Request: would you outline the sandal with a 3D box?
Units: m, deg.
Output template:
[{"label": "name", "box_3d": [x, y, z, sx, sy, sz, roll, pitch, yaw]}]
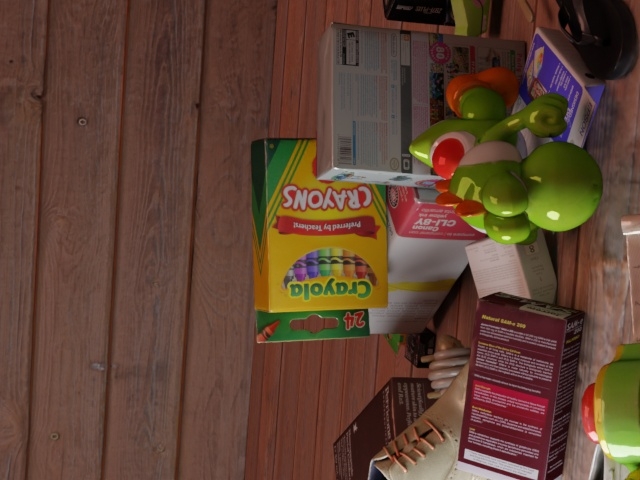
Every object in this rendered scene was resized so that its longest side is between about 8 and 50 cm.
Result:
[{"label": "sandal", "box_3d": [0.333, -0.298, 1.671, 0.097, 0.054, 0.254, 107, 153, -44]}]

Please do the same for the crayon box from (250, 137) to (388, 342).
[{"label": "crayon box", "box_3d": [0.000, 0.000, 2.018, 0.081, 0.202, 0.319, 180, 88, -69]}]

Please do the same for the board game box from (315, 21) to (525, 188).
[{"label": "board game box", "box_3d": [0.150, -0.192, 1.913, 0.097, 0.303, 0.224, 144, 128, -72]}]

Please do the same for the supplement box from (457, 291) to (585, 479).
[{"label": "supplement box", "box_3d": [0.264, 0.200, 1.714, 0.130, 0.073, 0.240, 13, 104, 31]}]

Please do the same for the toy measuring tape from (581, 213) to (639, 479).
[{"label": "toy measuring tape", "box_3d": [0.346, 0.126, 1.424, 0.121, 0.121, 0.330, 145, 127, -73]}]

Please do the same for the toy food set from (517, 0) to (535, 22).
[{"label": "toy food set", "box_3d": [0.329, -0.409, 1.811, 0.192, 0.038, 0.132, 116, 147, -47]}]

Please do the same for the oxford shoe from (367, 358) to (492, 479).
[{"label": "oxford shoe", "box_3d": [0.163, 0.314, 1.841, 0.140, 0.146, 0.397, 38, 105, 55]}]

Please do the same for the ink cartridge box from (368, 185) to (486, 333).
[{"label": "ink cartridge box", "box_3d": [0.136, -0.053, 2.167, 0.385, 0.160, 0.279, 115, 149, -49]}]

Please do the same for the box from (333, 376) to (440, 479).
[{"label": "box", "box_3d": [0.135, 0.385, 2.212, 0.381, 0.143, 0.191, 121, 149, -59]}]

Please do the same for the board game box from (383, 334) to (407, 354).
[{"label": "board game box", "box_3d": [0.155, 0.072, 2.402, 0.124, 0.039, 0.260, -123, 41, -65]}]

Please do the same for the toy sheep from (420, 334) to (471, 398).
[{"label": "toy sheep", "box_3d": [0.210, 0.214, 2.044, 0.091, 0.091, 0.132, 149, 111, -74]}]

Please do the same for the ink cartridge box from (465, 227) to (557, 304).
[{"label": "ink cartridge box", "box_3d": [0.290, 0.101, 1.860, 0.189, 0.066, 0.232, 156, 95, -75]}]

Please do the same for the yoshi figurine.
[{"label": "yoshi figurine", "box_3d": [0.259, -0.097, 1.674, 0.203, 0.203, 0.362, -41, 21, 15]}]

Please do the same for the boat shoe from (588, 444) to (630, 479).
[{"label": "boat shoe", "box_3d": [0.333, 0.325, 1.531, 0.083, 0.075, 0.226, -119, 35, -66]}]

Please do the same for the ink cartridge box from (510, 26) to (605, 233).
[{"label": "ink cartridge box", "box_3d": [0.320, -0.149, 1.745, 0.208, 0.045, 0.206, -110, 25, -50]}]

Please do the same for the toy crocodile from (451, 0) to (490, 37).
[{"label": "toy crocodile", "box_3d": [0.241, -0.484, 2.025, 0.115, 0.105, 0.341, -132, 46, -71]}]

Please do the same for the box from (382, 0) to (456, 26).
[{"label": "box", "box_3d": [0.179, -0.459, 2.184, 0.077, 0.147, 0.180, 115, 153, -57]}]

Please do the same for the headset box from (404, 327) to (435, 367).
[{"label": "headset box", "box_3d": [0.176, 0.187, 2.302, 0.083, 0.032, 0.062, -142, 56, -72]}]
